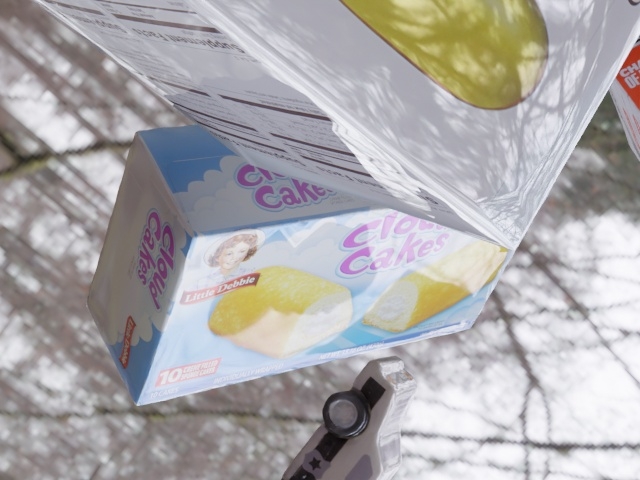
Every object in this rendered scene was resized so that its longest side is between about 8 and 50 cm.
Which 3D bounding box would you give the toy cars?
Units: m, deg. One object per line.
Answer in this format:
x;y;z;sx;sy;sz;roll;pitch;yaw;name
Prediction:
-0.044;0.246;1.087;0.394;0.087;0.176;-42;163;-29;toy cars

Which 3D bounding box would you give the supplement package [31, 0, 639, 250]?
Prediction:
-0.016;-0.159;0.551;0.198;0.263;0.199;21;-102;54;supplement package

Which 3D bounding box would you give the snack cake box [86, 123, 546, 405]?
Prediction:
0.000;0.000;0.906;0.089;0.264;0.152;58;-38;31;snack cake box

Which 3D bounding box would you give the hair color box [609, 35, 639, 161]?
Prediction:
0.201;-0.039;0.730;0.053;0.093;0.167;-29;-136;6;hair color box
